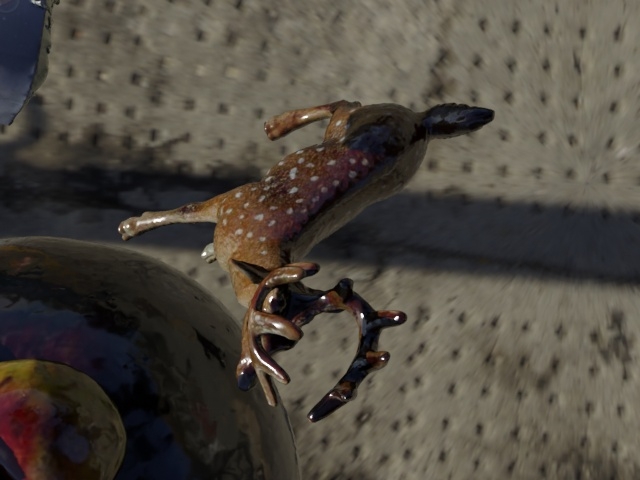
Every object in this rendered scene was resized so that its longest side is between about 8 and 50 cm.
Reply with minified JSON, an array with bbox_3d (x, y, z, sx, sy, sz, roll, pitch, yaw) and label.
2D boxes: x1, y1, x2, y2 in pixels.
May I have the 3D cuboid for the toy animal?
[{"bbox_3d":[-0.012,-0.013,1.086,0.243,0.260,0.087,-51,117,-22],"label":"toy animal"}]

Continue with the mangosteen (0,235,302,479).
[{"bbox_3d":[-0.199,0.178,1.369,0.382,0.435,0.382,0,86,-3],"label":"mangosteen"}]

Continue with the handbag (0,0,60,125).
[{"bbox_3d":[-0.215,-0.125,0.982,0.173,0.117,0.095,11,137,-26],"label":"handbag"}]
